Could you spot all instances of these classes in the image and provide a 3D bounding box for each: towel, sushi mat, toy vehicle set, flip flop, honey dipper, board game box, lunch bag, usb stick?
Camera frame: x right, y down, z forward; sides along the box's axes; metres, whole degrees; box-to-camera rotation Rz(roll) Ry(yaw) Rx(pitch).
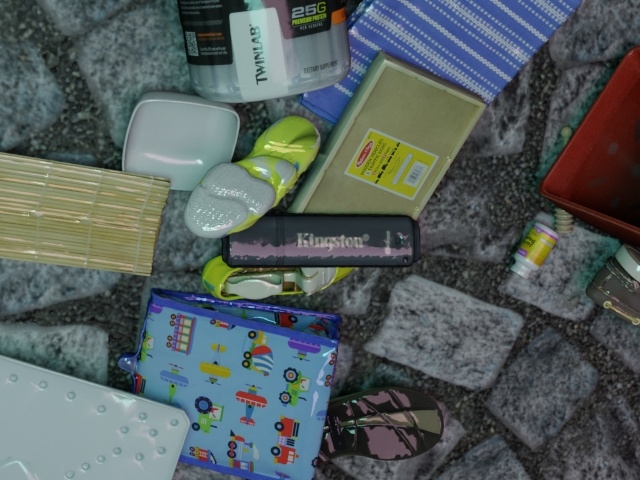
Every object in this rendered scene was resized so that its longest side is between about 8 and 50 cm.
[{"bbox_3d":[0.153,-0.257,1.494,0.243,0.040,0.336,31,114,-24],"label":"towel"},{"bbox_3d":[-0.358,-0.037,1.432,0.317,0.019,0.151,8,120,-20],"label":"sushi mat"},{"bbox_3d":[0.089,-0.112,1.532,0.166,0.035,0.266,21,114,-23],"label":"toy vehicle set"},{"bbox_3d":[0.042,0.276,1.643,0.277,0.080,0.112,-12,96,2],"label":"flip flop"},{"bbox_3d":[0.367,-0.092,1.677,0.031,0.030,0.160,-6,103,-17],"label":"honey dipper"},{"bbox_3d":[-0.414,0.343,1.471,0.390,0.050,0.389,18,98,-8],"label":"board game box"},{"bbox_3d":[-0.134,0.197,1.523,0.293,0.138,0.220,11,101,0],"label":"lunch bag"},{"bbox_3d":[0.000,0.000,1.519,0.278,0.045,0.077,0,77,-13],"label":"usb stick"}]

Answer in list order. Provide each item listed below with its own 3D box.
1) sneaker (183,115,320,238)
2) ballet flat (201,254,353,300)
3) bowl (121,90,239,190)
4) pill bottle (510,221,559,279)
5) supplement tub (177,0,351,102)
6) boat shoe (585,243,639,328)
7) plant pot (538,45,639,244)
[{"bbox_3d":[-0.091,-0.060,1.459,0.091,0.126,0.240,43,57,10],"label":"sneaker"},{"bbox_3d":[-0.048,0.050,1.547,0.231,0.077,0.077,-6,113,-18],"label":"ballet flat"},{"bbox_3d":[-0.185,-0.135,1.446,0.142,0.053,0.142,5,130,-19],"label":"bowl"},{"bbox_3d":[0.321,0.016,1.681,0.043,0.043,0.083,31,93,-23],"label":"pill bottle"},{"bbox_3d":[-0.081,-0.351,1.359,0.207,0.207,0.337,-13,108,-15],"label":"supplement tub"},{"bbox_3d":[0.548,0.124,1.753,0.324,0.116,0.096,33,111,-29],"label":"boat shoe"},{"bbox_3d":[0.532,-0.085,1.611,0.236,0.267,0.267,38,84,-40],"label":"plant pot"}]
